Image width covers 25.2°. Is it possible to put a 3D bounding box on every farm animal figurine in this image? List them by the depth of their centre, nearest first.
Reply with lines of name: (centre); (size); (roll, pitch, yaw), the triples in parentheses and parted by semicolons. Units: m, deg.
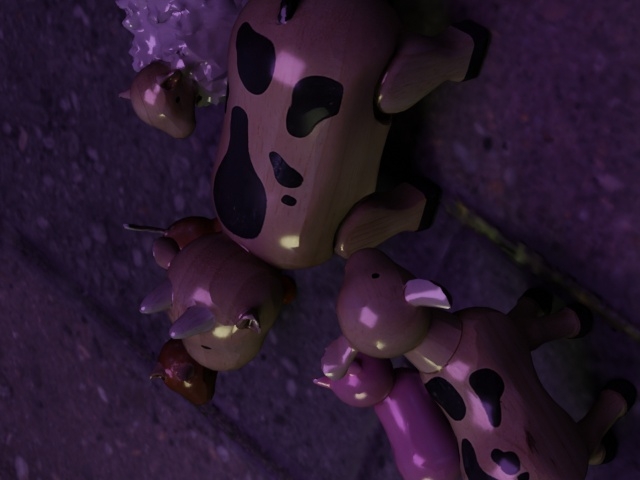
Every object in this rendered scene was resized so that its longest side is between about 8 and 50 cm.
farm animal figurine: (0.000, 0.000, 0.779); (0.330, 0.172, 0.327); (15, 113, 38)
